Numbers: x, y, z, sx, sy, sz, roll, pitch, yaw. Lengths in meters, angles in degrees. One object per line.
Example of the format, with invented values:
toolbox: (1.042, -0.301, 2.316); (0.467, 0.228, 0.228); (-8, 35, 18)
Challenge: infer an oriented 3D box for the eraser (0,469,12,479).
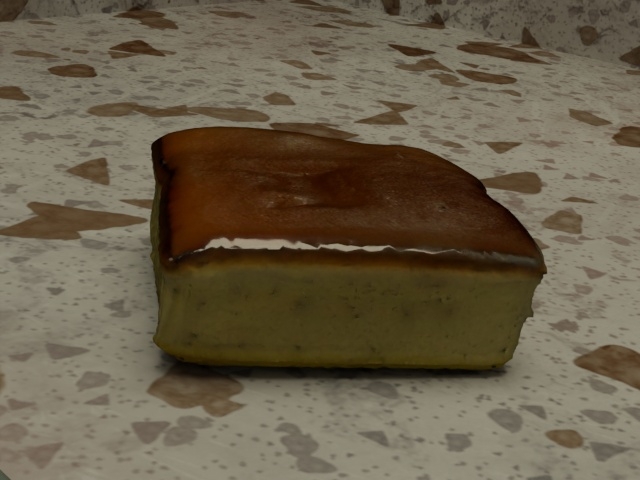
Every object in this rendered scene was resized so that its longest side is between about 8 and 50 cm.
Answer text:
eraser: (-0.112, 0.148, 0.379); (0.104, 0.290, 0.189); (-44, 35, -18)

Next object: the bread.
bread: (0.000, 0.000, 1.040); (0.333, 0.143, 0.323); (1, 22, -14)
